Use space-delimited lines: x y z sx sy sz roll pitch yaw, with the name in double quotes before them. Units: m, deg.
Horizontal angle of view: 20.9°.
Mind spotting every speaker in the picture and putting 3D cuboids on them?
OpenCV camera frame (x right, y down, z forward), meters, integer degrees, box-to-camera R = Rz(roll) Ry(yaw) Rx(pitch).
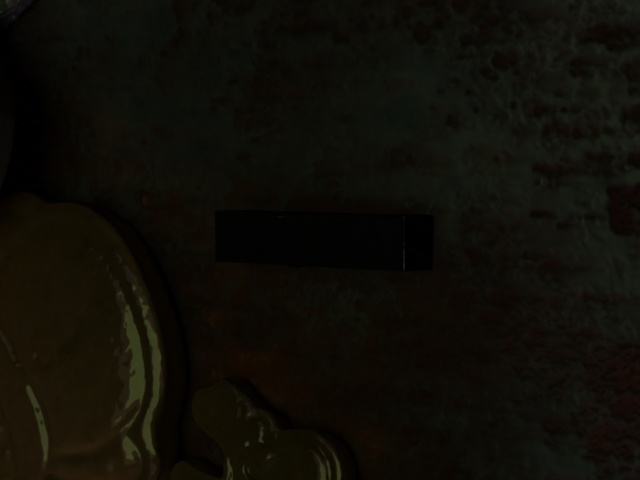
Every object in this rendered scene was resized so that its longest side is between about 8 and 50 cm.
"speaker" 0.000 0.000 1.385 0.191 0.040 0.046 3 94 37

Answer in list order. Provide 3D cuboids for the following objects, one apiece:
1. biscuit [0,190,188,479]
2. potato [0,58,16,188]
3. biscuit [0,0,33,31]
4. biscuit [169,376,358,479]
"biscuit" -0.253 0.138 1.573 0.312 0.057 0.351 50 118 27
"potato" -0.363 -0.111 1.592 0.235 0.160 0.178 64 152 27
"biscuit" -0.259 -0.295 1.589 0.250 0.032 0.133 -33 69 34
"biscuit" -0.030 0.214 1.417 0.236 0.040 0.144 29 113 36
